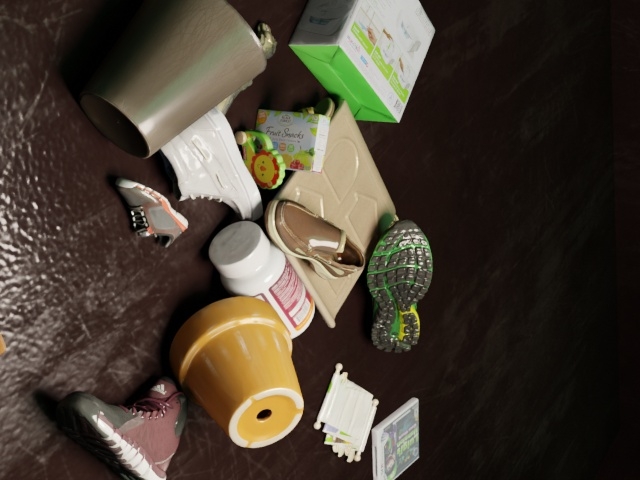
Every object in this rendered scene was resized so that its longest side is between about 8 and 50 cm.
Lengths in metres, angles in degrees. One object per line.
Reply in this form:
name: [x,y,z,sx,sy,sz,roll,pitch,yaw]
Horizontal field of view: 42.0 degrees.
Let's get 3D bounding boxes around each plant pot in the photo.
plant pot: [-0.122,0.228,1.368,0.205,0.188,0.205,-16,129,-20]

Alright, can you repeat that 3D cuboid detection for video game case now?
video game case: [0.189,0.506,2.072,0.190,0.022,0.173,-24,118,-49]

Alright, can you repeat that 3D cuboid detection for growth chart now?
growth chart: [0.061,0.396,1.870,0.237,0.021,0.171,47,62,-48]

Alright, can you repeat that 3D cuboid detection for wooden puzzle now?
wooden puzzle: [0.015,-0.053,1.651,0.347,0.081,0.322,-61,141,-31]

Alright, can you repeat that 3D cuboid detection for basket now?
basket: [-0.223,-0.241,1.205,0.204,0.154,0.227,40,67,-8]

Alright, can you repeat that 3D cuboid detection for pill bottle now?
pill bottle: [-0.103,0.073,1.477,0.121,0.121,0.221,-58,139,-27]

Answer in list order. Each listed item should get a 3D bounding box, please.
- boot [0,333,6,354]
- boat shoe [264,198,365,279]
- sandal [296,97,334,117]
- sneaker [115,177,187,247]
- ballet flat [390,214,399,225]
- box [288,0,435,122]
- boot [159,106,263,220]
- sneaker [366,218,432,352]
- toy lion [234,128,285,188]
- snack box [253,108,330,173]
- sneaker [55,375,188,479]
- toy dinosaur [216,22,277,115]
boot: [-0.465,0.180,1.057,0.152,0.073,0.197,-39,131,-47]
boat shoe: [0.001,-0.007,1.467,0.257,0.095,0.095,36,55,-55]
sandal: [-0.035,-0.215,1.555,0.049,0.072,0.180,52,60,-21]
sneaker: [-0.265,-0.038,1.284,0.064,0.061,0.158,-60,140,-14]
ballet flat: [0.183,0.029,1.910,0.084,0.058,0.249,-48,134,-37]
box: [0.092,-0.396,1.618,0.262,0.127,0.231,40,66,-50]
boot: [-0.186,-0.101,1.366,0.123,0.095,0.258,-36,138,-14]
sneaker: [0.159,0.083,1.808,0.146,0.134,0.343,-90,-176,-47]
toy lion: [-0.102,-0.140,1.445,0.034,0.096,0.100,-21,115,-50]
snack box: [-0.054,-0.175,1.462,0.037,0.141,0.100,7,93,-54]
sneaker: [-0.294,0.263,1.299,0.162,0.107,0.281,-63,152,-29]
toy dinosaur: [-0.149,-0.284,1.379,0.268,0.064,0.118,-58,146,-22]
